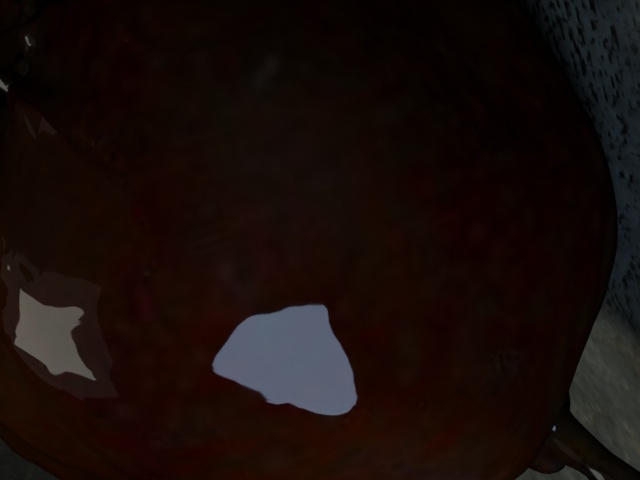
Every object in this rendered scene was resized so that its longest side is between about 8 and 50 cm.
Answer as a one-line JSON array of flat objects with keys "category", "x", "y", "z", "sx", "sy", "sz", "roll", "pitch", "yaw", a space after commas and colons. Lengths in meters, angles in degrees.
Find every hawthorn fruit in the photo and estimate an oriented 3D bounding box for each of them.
[{"category": "hawthorn fruit", "x": -0.017, "y": -0.014, "z": 0.789, "sx": 0.308, "sy": 0.324, "sz": 0.308, "roll": -14, "pitch": 72, "yaw": 50}]
